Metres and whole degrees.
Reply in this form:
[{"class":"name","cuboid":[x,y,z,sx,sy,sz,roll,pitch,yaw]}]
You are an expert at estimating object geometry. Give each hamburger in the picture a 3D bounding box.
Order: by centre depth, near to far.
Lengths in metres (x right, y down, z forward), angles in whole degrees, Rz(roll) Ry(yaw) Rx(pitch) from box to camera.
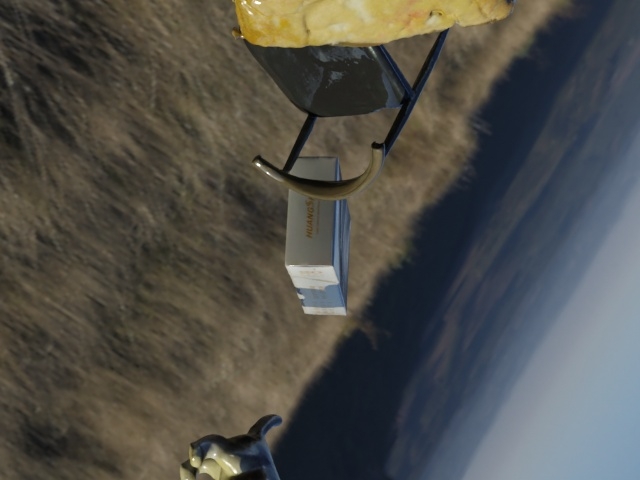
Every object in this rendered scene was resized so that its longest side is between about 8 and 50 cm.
[{"class":"hamburger","cuboid":[0.068,-0.319,1.036,0.209,0.330,0.162,99,-17,-59]}]

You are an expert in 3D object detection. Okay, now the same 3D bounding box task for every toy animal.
[{"class":"toy animal","cuboid":[-0.080,0.329,1.230,0.168,0.233,0.121,-12,150,-24]}]

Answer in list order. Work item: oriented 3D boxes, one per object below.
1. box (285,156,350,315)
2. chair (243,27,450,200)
[{"class":"box","cuboid":[0.000,-0.001,1.370,0.233,0.067,0.149,73,16,-71]},{"class":"chair","cuboid":[0.019,-0.202,1.229,0.166,0.188,0.272,49,51,-41]}]
